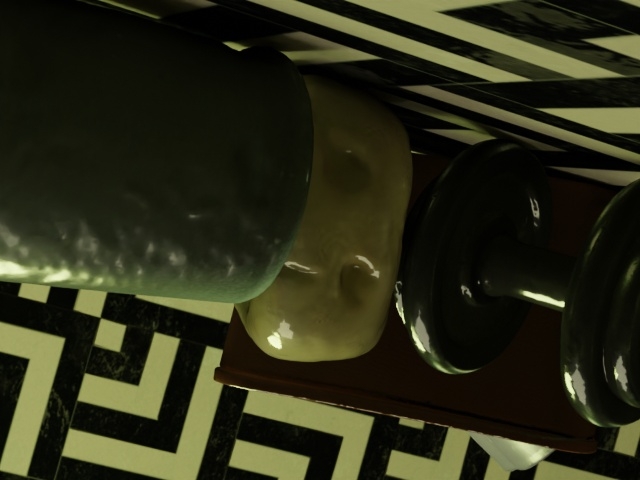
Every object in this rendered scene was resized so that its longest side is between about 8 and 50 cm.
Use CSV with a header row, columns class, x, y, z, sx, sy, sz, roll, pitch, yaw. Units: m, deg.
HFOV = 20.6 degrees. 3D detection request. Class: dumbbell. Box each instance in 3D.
class,x,y,z,sx,sy,sz,roll,pitch,yaw
dumbbell,0.179,0.029,1.324,0.290,0.192,0.192,17,180,36

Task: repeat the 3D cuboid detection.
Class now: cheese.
class,x,y,z,sx,sy,sz,roll,pitch,yaw
cheese,-0.001,-0.025,1.320,0.117,0.235,0.218,4,143,-12

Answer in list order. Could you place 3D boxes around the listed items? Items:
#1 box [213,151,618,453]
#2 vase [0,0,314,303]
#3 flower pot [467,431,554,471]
class,x,y,z,sx,sy,sz,roll,pitch,yaw
box,0.100,0.045,1.603,0.339,0.229,0.239,11,178,6
vase,-0.163,-0.064,1.147,0.291,0.245,0.245,9,-179,-22
flower pot,0.205,0.080,1.926,0.243,0.265,0.265,42,176,-5
